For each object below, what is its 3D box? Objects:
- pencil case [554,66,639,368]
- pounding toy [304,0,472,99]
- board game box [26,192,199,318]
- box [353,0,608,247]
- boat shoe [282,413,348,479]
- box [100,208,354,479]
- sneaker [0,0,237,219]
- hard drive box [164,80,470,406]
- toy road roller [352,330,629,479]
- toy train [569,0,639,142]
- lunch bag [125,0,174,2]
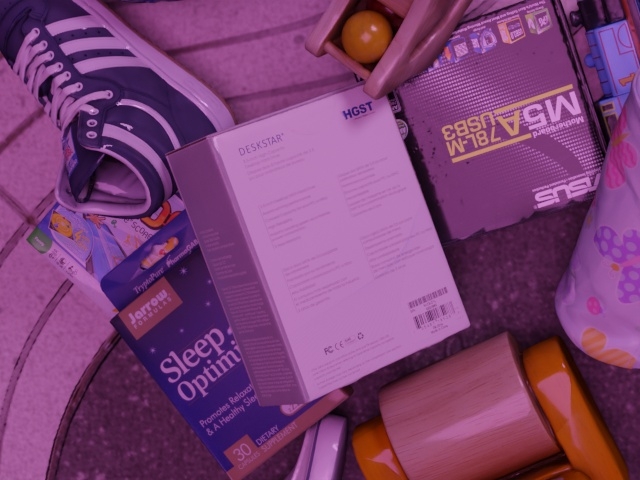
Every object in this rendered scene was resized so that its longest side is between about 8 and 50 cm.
[{"bbox_3d":[0.273,-0.019,1.214,0.113,0.124,0.273,2,133,-9],"label":"pencil case"},{"bbox_3d":[0.114,-0.224,1.191,0.155,0.154,0.269,38,113,15],"label":"pounding toy"},{"bbox_3d":[-0.154,0.015,1.395,0.201,0.035,0.136,41,103,2],"label":"board game box"},{"bbox_3d":[0.145,-0.101,1.320,0.190,0.045,0.184,-17,94,13],"label":"box"},{"bbox_3d":[-0.042,0.275,1.388,0.084,0.095,0.258,18,98,7],"label":"boat shoe"},{"bbox_3d":[-0.092,0.089,1.353,0.136,0.036,0.225,-39,86,14],"label":"box"},{"bbox_3d":[-0.223,-0.129,1.312,0.282,0.153,0.099,34,138,4],"label":"sneaker"},{"bbox_3d":[0.000,0.000,1.278,0.181,0.089,0.232,-21,94,-30],"label":"hard drive box"},{"bbox_3d":[0.170,0.262,1.273,0.202,0.240,0.330,-26,94,13],"label":"toy road roller"},{"bbox_3d":[0.278,-0.152,1.273,0.105,0.080,0.184,-17,96,18],"label":"toy train"},{"bbox_3d":[-0.083,-0.336,1.288,0.303,0.115,0.243,-8,92,10],"label":"lunch bag"}]
